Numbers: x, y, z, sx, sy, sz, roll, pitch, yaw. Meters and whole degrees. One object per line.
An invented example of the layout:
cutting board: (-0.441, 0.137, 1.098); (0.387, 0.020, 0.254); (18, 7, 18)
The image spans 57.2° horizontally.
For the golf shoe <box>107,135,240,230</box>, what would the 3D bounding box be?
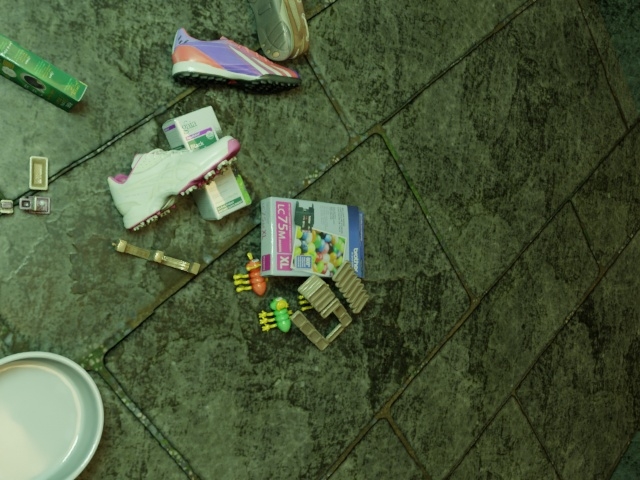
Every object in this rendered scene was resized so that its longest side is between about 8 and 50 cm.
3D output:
golf shoe: (-0.311, -0.145, 1.215); (0.306, 0.115, 0.140); (-32, 93, 11)

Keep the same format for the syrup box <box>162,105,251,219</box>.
syrup box: (-0.256, -0.172, 1.323); (0.093, 0.096, 0.237); (-29, 107, -28)

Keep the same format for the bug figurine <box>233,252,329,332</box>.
bug figurine: (-0.065, 0.104, 1.460); (0.279, 0.072, 0.216); (-21, 102, -30)

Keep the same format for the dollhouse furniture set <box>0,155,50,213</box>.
dollhouse furniture set: (-0.566, -0.110, 1.136); (0.091, 0.081, 0.114); (1, 90, -32)

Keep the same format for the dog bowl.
dog bowl: (-0.556, 0.346, 1.102); (0.264, 0.104, 0.265); (12, 70, -36)

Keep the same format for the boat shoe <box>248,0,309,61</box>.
boat shoe: (-0.103, -0.595, 1.410); (0.116, 0.123, 0.324); (-18, 102, -42)

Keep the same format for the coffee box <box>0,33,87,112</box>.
coffee box: (-0.552, -0.320, 1.127); (0.184, 0.113, 0.040); (30, 72, -27)

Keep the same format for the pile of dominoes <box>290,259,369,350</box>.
pile of dominoes: (0.022, 0.157, 1.461); (0.196, 0.040, 0.251); (-44, 147, -8)

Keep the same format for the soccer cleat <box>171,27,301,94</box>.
soccer cleat: (-0.186, -0.412, 1.362); (0.318, 0.108, 0.116); (-1, 87, -30)

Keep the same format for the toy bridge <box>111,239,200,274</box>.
toy bridge: (-0.361, 0.035, 1.278); (0.188, 0.063, 0.026); (21, 80, -29)

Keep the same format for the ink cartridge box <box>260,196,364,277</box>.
ink cartridge box: (0.000, 0.000, 1.440); (0.311, 0.065, 0.186); (4, 81, -36)
